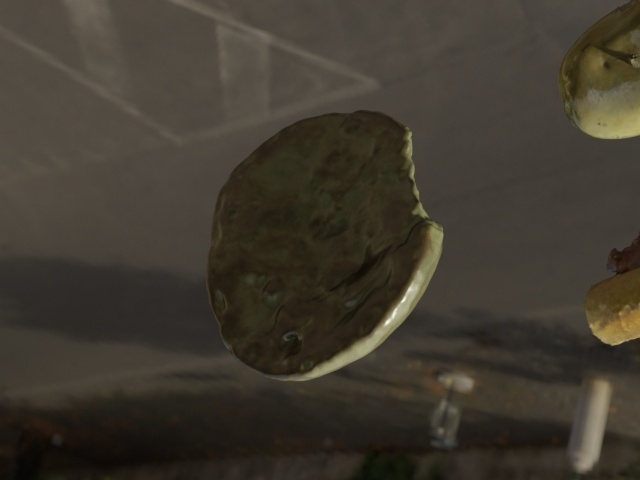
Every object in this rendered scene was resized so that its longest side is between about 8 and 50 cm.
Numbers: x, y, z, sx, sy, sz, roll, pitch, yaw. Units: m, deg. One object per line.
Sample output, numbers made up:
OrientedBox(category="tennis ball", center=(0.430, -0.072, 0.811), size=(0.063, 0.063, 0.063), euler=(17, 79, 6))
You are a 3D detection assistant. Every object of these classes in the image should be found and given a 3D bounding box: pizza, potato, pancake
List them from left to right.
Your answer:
OrientedBox(category="pancake", center=(0.001, 0.000, 1.162), size=(0.042, 0.222, 0.236), euler=(36, -167, -48))
OrientedBox(category="potato", center=(0.235, -0.130, 1.053), size=(0.138, 0.091, 0.070), euler=(-35, 170, 26))
OrientedBox(category="pizza", center=(0.357, -0.022, 1.297), size=(0.289, 0.229, 0.081), euler=(-33, 97, 18))
